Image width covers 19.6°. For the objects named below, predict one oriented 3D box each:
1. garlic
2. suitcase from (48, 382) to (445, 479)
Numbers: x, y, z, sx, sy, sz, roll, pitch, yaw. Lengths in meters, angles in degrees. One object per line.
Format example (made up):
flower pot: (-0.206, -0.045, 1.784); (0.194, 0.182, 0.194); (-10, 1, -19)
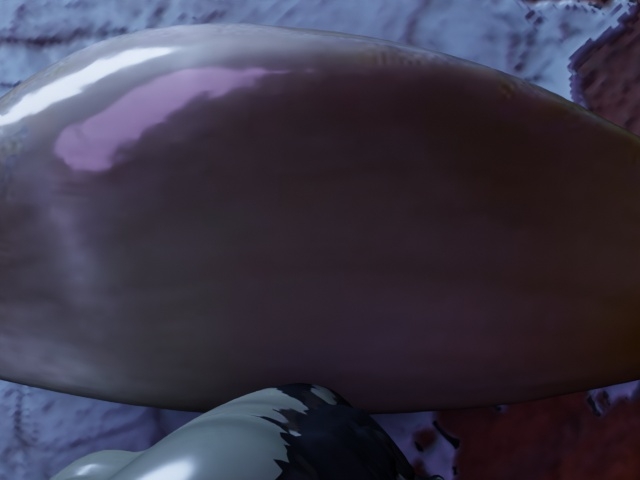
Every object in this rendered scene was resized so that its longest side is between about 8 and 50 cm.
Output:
garlic: (0.000, -0.009, 0.654); (0.318, 0.112, 0.143); (5, 110, -5)
suitcase: (-0.093, 0.183, 0.503); (0.351, 0.339, 0.194); (-39, 86, 4)
